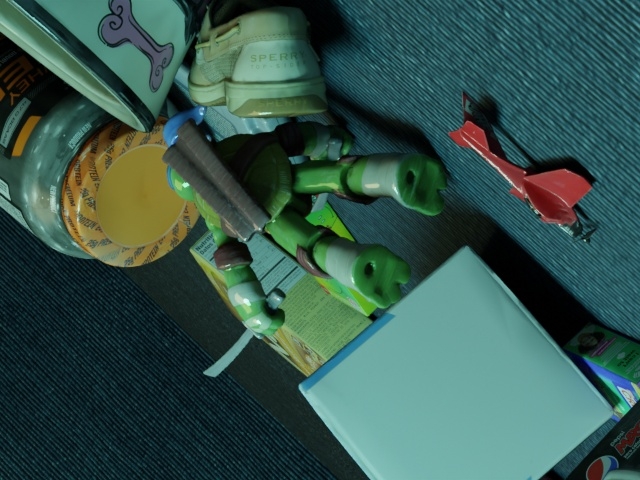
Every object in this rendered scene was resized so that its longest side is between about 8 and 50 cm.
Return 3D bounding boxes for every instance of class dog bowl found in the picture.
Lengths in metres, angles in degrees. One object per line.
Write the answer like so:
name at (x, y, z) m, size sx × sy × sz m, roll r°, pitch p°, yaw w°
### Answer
dog bowl at (-0.268, -0.279, 1.534) m, size 0.408 × 0.150 × 0.408 m, roll 38°, pitch 176°, yaw 3°

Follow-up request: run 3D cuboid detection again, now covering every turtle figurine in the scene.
turtle figurine at (-0.002, -0.011, 1.556) m, size 0.266 × 0.198 × 0.274 m, roll 13°, pitch 130°, yaw 45°

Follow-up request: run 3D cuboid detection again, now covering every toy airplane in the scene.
toy airplane at (0.152, -0.051, 1.294) m, size 0.151 × 0.028 × 0.151 m, roll 43°, pitch 169°, yaw 10°

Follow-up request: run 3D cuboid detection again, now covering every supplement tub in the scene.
supplement tub at (-0.281, -0.112, 1.871) m, size 0.338 × 0.207 × 0.207 m, roll 33°, pitch 163°, yaw 43°

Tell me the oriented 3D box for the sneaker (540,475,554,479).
sneaker at (0.273, 0.347, 1.994) m, size 0.136 × 0.116 × 0.314 m, roll 53°, pitch 166°, yaw -25°

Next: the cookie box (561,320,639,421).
cookie box at (0.269, 0.125, 1.452) m, size 0.092 × 0.040 × 0.107 m, roll 53°, pitch 166°, yaw -28°

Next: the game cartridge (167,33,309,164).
game cartridge at (-0.127, -0.161, 1.812) m, size 0.297 × 0.062 × 0.198 m, roll 39°, pitch 171°, yaw 27°

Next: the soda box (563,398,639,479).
soda box at (0.258, 0.180, 1.364) m, size 0.060 × 0.169 × 0.053 m, roll 53°, pitch 167°, yaw -32°

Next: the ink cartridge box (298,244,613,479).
ink cartridge box at (0.121, 0.157, 1.572) m, size 0.197 × 0.198 × 0.270 m, roll 49°, pitch 176°, yaw 10°

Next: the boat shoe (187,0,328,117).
boat shoe at (-0.057, -0.167, 1.478) m, size 0.302 × 0.109 × 0.098 m, roll -138°, pitch 42°, yaw -76°

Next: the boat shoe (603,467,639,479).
boat shoe at (0.307, 0.275, 1.190) m, size 0.320 × 0.103 × 0.118 m, roll 38°, pitch 166°, yaw 32°

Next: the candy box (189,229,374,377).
candy box at (-0.019, 0.109, 2.247) m, size 0.316 × 0.087 × 0.183 m, roll 37°, pitch 165°, yaw 35°

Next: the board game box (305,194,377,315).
board game box at (0.000, 0.000, 1.932) m, size 0.092 × 0.043 × 0.181 m, roll 29°, pitch 160°, yaw 54°
